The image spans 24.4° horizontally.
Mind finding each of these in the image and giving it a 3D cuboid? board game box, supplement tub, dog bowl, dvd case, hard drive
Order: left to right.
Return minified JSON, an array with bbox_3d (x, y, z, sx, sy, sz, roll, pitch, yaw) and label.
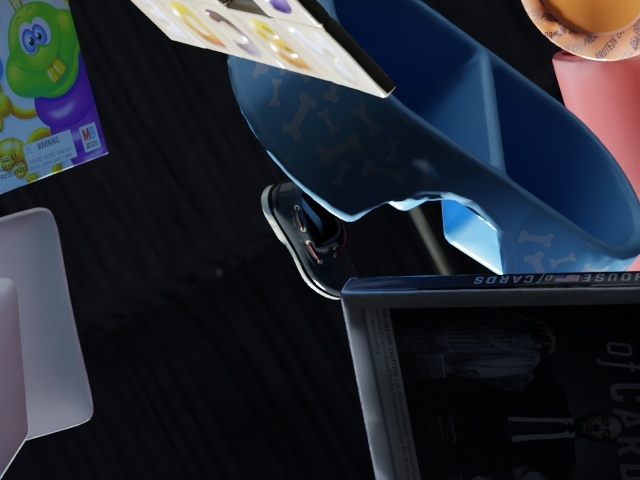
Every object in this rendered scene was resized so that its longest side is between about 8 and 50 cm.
[{"bbox_3d":[-0.287,-0.174,1.106,0.142,0.275,0.144,-2,-162,41],"label":"board game box"},{"bbox_3d":[-0.363,0.195,1.443,0.040,0.203,0.307,6,-153,8],"label":"hard drive"},{"bbox_3d":[0.082,-0.058,0.905,0.074,0.297,0.166,-43,-152,31],"label":"dog bowl"},{"bbox_3d":[0.141,0.101,0.849,0.238,0.179,0.029,-2,-156,22],"label":"dvd case"},{"bbox_3d":[0.312,-0.298,1.376,0.193,0.193,0.316,-29,-169,44],"label":"supplement tub"}]

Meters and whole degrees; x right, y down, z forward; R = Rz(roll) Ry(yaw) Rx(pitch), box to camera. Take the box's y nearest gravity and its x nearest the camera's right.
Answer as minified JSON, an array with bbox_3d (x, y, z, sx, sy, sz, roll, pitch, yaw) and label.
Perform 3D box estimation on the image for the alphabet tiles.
[{"bbox_3d":[-0.093,-0.138,0.591,0.009,0.198,0.237,-53,-148,-8],"label":"alphabet tiles"}]

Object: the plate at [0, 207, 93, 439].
[{"bbox_3d":[-0.420,0.117,1.705,0.278,0.277,0.045,-16,-159,-19],"label":"plate"}]

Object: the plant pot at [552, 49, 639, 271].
[{"bbox_3d":[0.380,-0.086,1.450,0.275,0.243,0.275,-10,-171,2],"label":"plant pot"}]

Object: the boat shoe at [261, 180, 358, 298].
[{"bbox_3d":[0.000,0.001,1.256,0.042,0.133,0.049,-10,-139,30],"label":"boat shoe"}]
